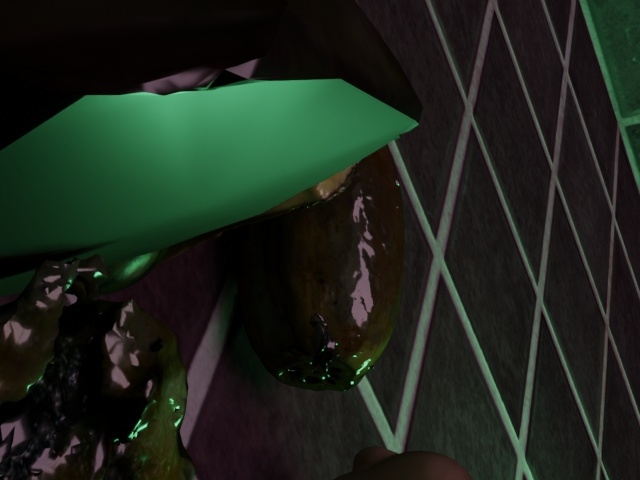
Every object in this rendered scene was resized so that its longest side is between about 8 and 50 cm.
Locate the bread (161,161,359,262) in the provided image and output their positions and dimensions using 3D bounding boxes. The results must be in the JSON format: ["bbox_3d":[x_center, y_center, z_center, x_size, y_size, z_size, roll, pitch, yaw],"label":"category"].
[{"bbox_3d":[-0.084,-0.138,0.944,0.163,0.168,0.264,-54,128,-64],"label":"bread"}]

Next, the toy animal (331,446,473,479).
[{"bbox_3d":[0.071,0.270,1.075,0.229,0.210,0.221,51,-11,42],"label":"toy animal"}]

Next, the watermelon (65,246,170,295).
[{"bbox_3d":[-0.127,-0.019,0.856,0.109,0.109,0.109,-12,90,-69],"label":"watermelon"}]

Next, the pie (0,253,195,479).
[{"bbox_3d":[-0.173,0.174,0.527,0.371,0.078,0.296,-34,136,-45],"label":"pie"}]

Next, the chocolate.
[{"bbox_3d":[-0.163,-0.121,0.570,0.297,0.314,0.326,69,19,3],"label":"chocolate"}]

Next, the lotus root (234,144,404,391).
[{"bbox_3d":[0.000,0.000,1.140,0.123,0.124,0.241,28,55,-44],"label":"lotus root"}]
